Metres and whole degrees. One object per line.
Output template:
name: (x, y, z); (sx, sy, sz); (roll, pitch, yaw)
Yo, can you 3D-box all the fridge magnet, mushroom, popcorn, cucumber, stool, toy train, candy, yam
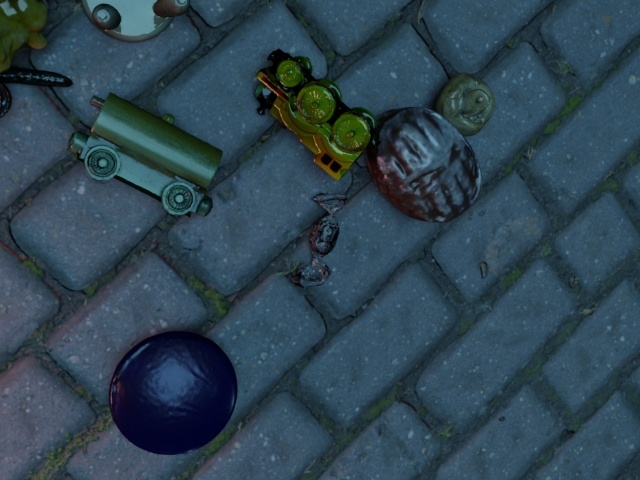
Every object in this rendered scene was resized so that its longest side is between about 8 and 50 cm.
fridge magnet: (-0.307, 0.319, 1.433); (0.266, 0.113, 0.265); (-2, 95, -17)
mushroom: (0.333, -0.310, 1.559); (0.148, 0.112, 0.148); (1, 88, -18)
popcorn: (-0.619, -0.437, 1.210); (0.252, 0.215, 0.286); (-23, 100, -47)
cucumber: (-0.554, -0.318, 1.335); (0.133, 0.032, 0.032); (2, 95, -16)
stool: (-0.357, -0.493, 1.291); (0.195, 0.199, 0.195); (-17, 99, -16)
toy train: (-0.015, -0.267, 1.439); (0.296, 0.100, 0.160); (41, 118, 0)
candy: (0.230, -0.168, 1.521); (0.214, 0.157, 0.289); (-46, 106, -4)
toy train: (-0.336, -0.162, 1.357); (0.307, 0.126, 0.189); (27, 96, -19)
candy: (0.000, 0.000, 1.525); (0.094, 0.051, 0.226); (18, 90, -15)
yam: (-0.412, -0.262, 1.389); (0.116, 0.021, 0.021); (25, 88, -16)

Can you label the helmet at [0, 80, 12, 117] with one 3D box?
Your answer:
helmet: (-0.647, -0.272, 1.291); (0.123, 0.070, 0.098); (7, 104, -11)
